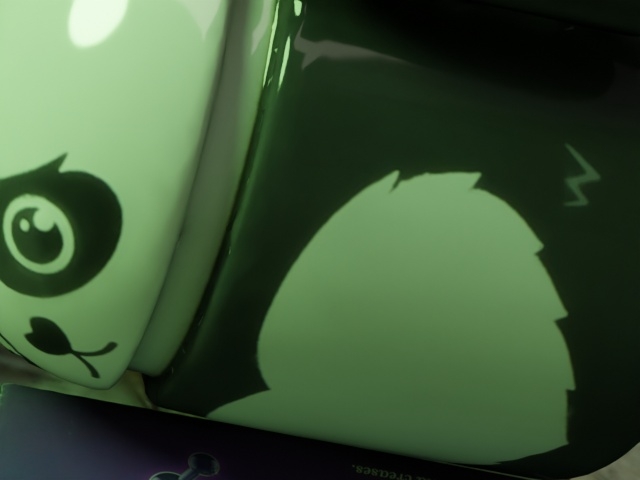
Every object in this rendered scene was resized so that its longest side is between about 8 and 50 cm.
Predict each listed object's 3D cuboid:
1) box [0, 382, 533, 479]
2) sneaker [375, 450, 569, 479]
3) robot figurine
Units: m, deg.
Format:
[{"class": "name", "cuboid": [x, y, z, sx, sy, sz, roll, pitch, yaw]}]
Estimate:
[{"class": "box", "cuboid": [0.015, 0.159, 0.390, 0.261, 0.103, 0.184, 12, 36, -15]}, {"class": "sneaker", "cuboid": [0.000, 0.000, 0.585, 0.296, 0.131, 0.112, 23, 34, 4]}, {"class": "robot figurine", "cuboid": [0.020, -0.016, 0.415, 0.278, 0.209, 0.173, 13, 13, -15]}]
